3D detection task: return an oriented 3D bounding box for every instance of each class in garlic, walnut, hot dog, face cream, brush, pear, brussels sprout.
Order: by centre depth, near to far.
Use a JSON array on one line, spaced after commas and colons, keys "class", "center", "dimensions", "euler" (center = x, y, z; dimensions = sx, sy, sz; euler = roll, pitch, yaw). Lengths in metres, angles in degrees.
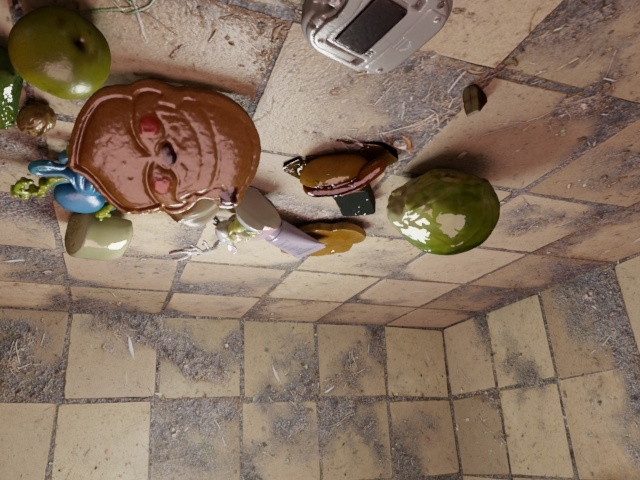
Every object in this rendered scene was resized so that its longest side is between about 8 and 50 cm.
[{"class": "pear", "center": [-0.520, -0.364, 1.039], "dimensions": [0.216, 0.166, 0.180], "euler": [8, -177, 39]}, {"class": "walnut", "center": [-0.688, -0.293, 1.284], "dimensions": [0.096, 0.082, 0.079], "euler": [-18, -178, 31]}, {"class": "garlic", "center": [-0.385, -0.171, 1.494], "dimensions": [0.281, 0.203, 0.185], "euler": [53, 162, -26]}, {"class": "hot dog", "center": [0.058, -0.196, 1.565], "dimensions": [0.326, 0.107, 0.194], "euler": [-16, 154, 29]}, {"class": "brussels sprout", "center": [0.389, -0.102, 1.663], "dimensions": [0.345, 0.268, 0.344], "euler": [12, 145, 9]}, {"class": "brush", "center": [0.113, -0.141, 1.770], "dimensions": [0.123, 0.059, 0.197], "euler": [-6, 158, 13]}, {"class": "face cream", "center": [-0.124, -0.009, 1.974], "dimensions": [0.154, 0.096, 0.274], "euler": [-26, 138, 34]}]

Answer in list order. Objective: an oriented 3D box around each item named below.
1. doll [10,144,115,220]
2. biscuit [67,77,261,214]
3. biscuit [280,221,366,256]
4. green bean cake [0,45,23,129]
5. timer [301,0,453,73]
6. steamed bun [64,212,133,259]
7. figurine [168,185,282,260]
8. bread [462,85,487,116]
[{"class": "doll", "center": [-0.704, -0.177, 1.576], "dimensions": [0.346, 0.098, 0.341], "euler": [10, 144, -44]}, {"class": "biscuit", "center": [-0.374, -0.220, 1.293], "dimensions": [0.456, 0.078, 0.349], "euler": [-7, 121, -12]}, {"class": "biscuit", "center": [0.000, -0.004, 2.107], "dimensions": [0.376, 0.051, 0.269], "euler": [-14, 153, 28]}, {"class": "green bean cake", "center": [-0.749, -0.339, 1.093], "dimensions": [0.248, 0.124, 0.222], "euler": [9, 155, -27]}, {"class": "timer", "center": [0.104, -0.429, 1.011], "dimensions": [0.237, 0.086, 0.262], "euler": [13, 153, -33]}, {"class": "steamed bun", "center": [-0.777, -0.006, 1.858], "dimensions": [0.200, 0.154, 0.250], "euler": [15, 167, -40]}, {"class": "figurine", "center": [-0.337, -0.062, 1.782], "dimensions": [0.285, 0.206, 0.316], "euler": [9, 150, -41]}, {"class": "bread", "center": [0.376, -0.348, 1.298], "dimensions": [0.043, 0.062, 0.109], "euler": [-15, -163, 34]}]
